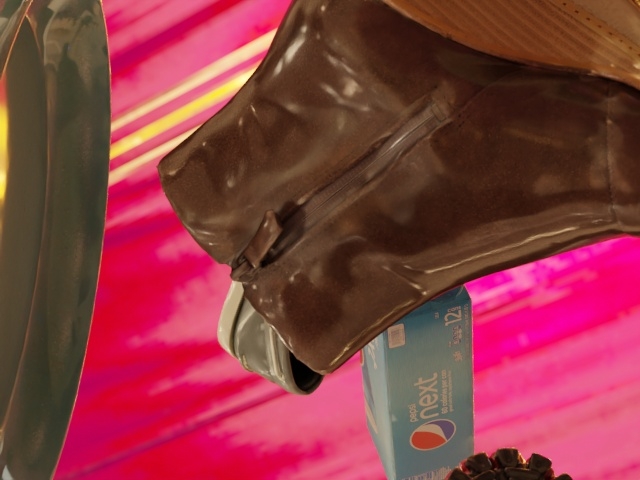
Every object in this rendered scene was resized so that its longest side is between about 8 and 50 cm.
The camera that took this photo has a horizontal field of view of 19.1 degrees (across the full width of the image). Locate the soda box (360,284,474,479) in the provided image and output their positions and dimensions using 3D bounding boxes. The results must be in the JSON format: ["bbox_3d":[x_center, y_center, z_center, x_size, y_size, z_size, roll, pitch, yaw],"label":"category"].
[{"bbox_3d":[0.068,0.091,1.365,0.210,0.067,0.071,85,167,-49],"label":"soda box"}]

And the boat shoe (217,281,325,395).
[{"bbox_3d":[0.000,0.000,1.639,0.116,0.319,0.099,-17,-131,-41],"label":"boat shoe"}]

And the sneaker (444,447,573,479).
[{"bbox_3d":[0.141,0.276,1.126,0.120,0.112,0.299,-7,-117,-12],"label":"sneaker"}]

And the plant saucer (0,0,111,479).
[{"bbox_3d":[-0.162,0.011,0.979,0.317,0.043,0.318,7,-90,-86],"label":"plant saucer"}]

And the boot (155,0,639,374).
[{"bbox_3d":[0.073,-0.012,0.771,0.248,0.207,0.090,47,-156,9],"label":"boot"}]
